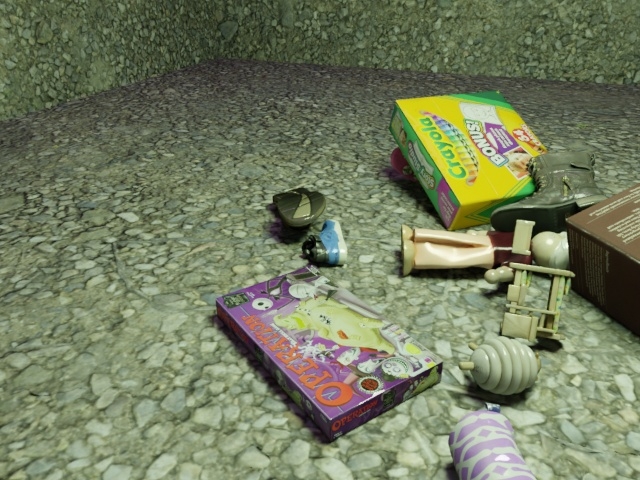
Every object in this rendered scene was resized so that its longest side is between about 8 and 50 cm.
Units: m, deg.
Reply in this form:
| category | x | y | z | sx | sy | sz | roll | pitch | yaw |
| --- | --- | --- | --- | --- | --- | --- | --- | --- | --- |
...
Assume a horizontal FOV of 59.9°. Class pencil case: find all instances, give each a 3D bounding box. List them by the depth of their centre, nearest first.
| category | x | y | z | sx | sy | sz | roll | pitch | yaw |
| --- | --- | --- | --- | --- | --- | --- | --- | --- | --- |
| pencil case | 0.207 | 0.282 | 0.606 | 0.088 | 0.086 | 0.206 | 19 | 26 | -14 |

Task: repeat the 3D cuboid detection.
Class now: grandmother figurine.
| category | x | y | z | sx | sy | sz | roll | pitch | yaw |
| --- | --- | --- | --- | --- | --- | --- | --- | --- | --- |
| grandmother figurine | 0.333 | 0.022 | 1.088 | 0.343 | 0.104 | 0.207 | -1 | 36 | 5 |

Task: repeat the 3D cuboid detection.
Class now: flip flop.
| category | x | y | z | sx | sy | sz | roll | pitch | yaw |
| --- | --- | --- | --- | --- | --- | --- | --- | --- | --- |
| flip flop | -0.054 | -0.068 | 1.299 | 0.112 | 0.080 | 0.277 | -12 | 14 | -12 |

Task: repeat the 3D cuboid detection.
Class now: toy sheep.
| category | x | y | z | sx | sy | sz | roll | pitch | yaw |
| --- | --- | --- | --- | --- | --- | --- | --- | --- | --- |
| toy sheep | 0.257 | 0.179 | 0.798 | 0.132 | 0.091 | 0.091 | -3 | 27 | -14 |

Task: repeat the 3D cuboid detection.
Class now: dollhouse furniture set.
| category | x | y | z | sx | sy | sz | roll | pitch | yaw |
| --- | --- | --- | --- | --- | --- | --- | --- | --- | --- |
| dollhouse furniture set | 0.345 | 0.061 | 0.860 | 0.101 | 0.181 | 0.161 | 9 | 0 | 17 |

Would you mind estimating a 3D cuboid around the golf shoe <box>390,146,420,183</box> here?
| category | x | y | z | sx | sy | sz | roll | pitch | yaw |
| --- | --- | --- | --- | --- | --- | --- | --- | --- | --- |
| golf shoe | 0.342 | -0.217 | 1.552 | 0.306 | 0.115 | 0.140 | 6 | 19 | -4 |

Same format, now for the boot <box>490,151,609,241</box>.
| category | x | y | z | sx | sy | sz | roll | pitch | yaw |
| --- | --- | --- | --- | --- | --- | --- | --- | --- | --- |
| boot | 0.487 | -0.109 | 1.208 | 0.263 | 0.091 | 0.229 | -6 | 39 | 8 |

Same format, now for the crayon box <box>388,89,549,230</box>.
| category | x | y | z | sx | sy | sz | roll | pitch | yaw |
| --- | --- | --- | --- | --- | --- | --- | --- | --- | --- |
| crayon box | 0.385 | -0.214 | 1.382 | 0.313 | 0.106 | 0.362 | -10 | 54 | -19 |

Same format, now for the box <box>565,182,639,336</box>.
| category | x | y | z | sx | sy | sz | roll | pitch | yaw |
| --- | --- | --- | --- | --- | --- | --- | --- | --- | --- |
| box | 0.555 | 0.035 | 0.941 | 0.169 | 0.167 | 0.203 | -24 | 32 | -7 |

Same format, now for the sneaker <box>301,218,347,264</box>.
| category | x | y | z | sx | sy | sz | roll | pitch | yaw |
| --- | --- | --- | --- | --- | --- | --- | --- | --- | --- |
| sneaker | 0.000 | -0.001 | 1.175 | 0.085 | 0.058 | 0.152 | 2 | 33 | -13 |

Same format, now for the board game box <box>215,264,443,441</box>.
| category | x | y | z | sx | sy | sz | roll | pitch | yaw |
| --- | --- | --- | --- | --- | --- | --- | --- | --- | --- |
| board game box | -0.001 | 0.155 | 0.893 | 0.208 | 0.056 | 0.347 | -22 | 34 | -28 |
